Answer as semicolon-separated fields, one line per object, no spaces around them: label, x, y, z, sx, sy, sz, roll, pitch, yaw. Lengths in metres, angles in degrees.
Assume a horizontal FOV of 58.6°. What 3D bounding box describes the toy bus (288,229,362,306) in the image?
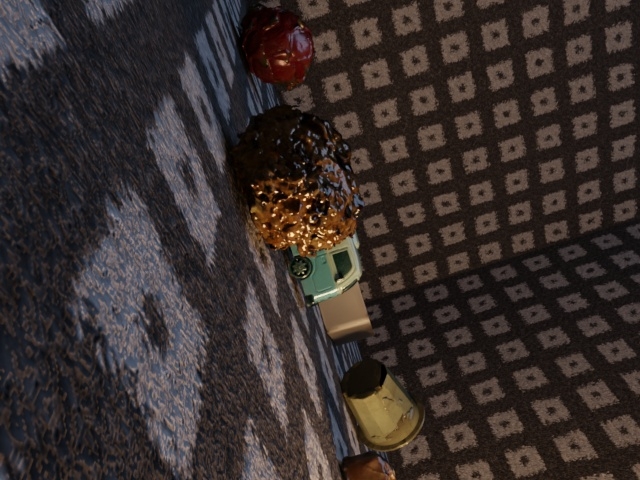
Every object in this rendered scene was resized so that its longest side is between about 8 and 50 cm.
toy bus;0.000;0.000;1.277;0.133;0.165;0.271;53;20;-84

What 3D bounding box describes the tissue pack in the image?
tissue pack;0.079;0.226;1.812;0.246;0.136;0.159;65;9;-69

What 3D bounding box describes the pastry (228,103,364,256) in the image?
pastry;-0.048;-0.092;0.964;0.275;0.193;0.274;32;53;-55

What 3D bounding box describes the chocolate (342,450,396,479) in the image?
chocolate;0.109;0.494;1.115;0.214;0.093;0.148;68;4;-62

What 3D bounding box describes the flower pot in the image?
flower pot;0.169;0.458;1.630;0.212;0.212;0.202;-103;167;-59

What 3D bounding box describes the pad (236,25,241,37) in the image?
pad;-0.264;-0.678;2.032;0.235;0.003;0.158;-100;172;-73

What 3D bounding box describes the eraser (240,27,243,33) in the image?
eraser;-0.249;-0.679;2.031;0.104;0.023;0.150;-102;175;-63

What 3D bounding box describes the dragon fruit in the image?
dragon fruit;-0.130;-0.616;1.822;0.299;0.244;0.244;40;28;-51
